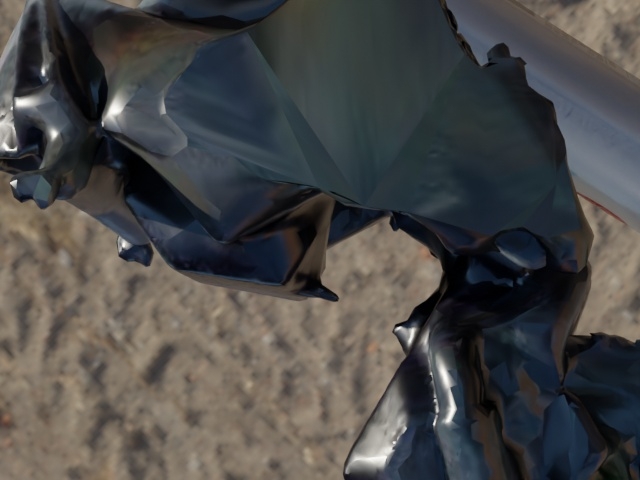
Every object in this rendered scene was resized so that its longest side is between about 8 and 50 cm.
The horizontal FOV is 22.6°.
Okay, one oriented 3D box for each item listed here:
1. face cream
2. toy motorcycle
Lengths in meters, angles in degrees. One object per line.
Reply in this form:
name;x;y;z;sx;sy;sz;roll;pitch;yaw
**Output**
face cream;0.185;-0.060;0.994;0.336;0.080;0.163;32;-175;-3
toy motorcycle;0.000;0.000;0.454;0.270;0.159;0.106;64;-175;10
